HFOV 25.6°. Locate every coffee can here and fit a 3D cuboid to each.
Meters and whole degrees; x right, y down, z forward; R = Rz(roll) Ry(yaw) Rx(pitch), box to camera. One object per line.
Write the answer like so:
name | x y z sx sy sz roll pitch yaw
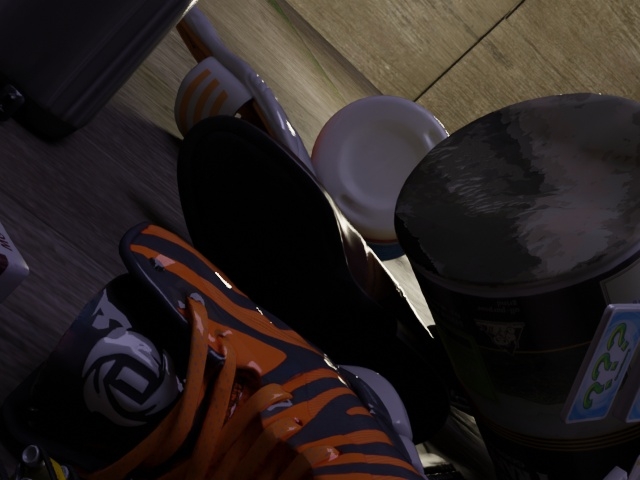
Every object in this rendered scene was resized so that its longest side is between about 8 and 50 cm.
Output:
coffee can | 0.190 0.061 1.022 0.275 0.201 0.201 66 -3 -35

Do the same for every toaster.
toaster | -0.153 -0.164 0.896 0.129 0.146 0.227 43 11 -15

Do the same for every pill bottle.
pill bottle | 0.051 -0.046 1.269 0.124 0.124 0.221 48 -7 7

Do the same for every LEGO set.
LEGO set | 0.192 0.159 0.884 0.060 0.244 0.182 32 17 37

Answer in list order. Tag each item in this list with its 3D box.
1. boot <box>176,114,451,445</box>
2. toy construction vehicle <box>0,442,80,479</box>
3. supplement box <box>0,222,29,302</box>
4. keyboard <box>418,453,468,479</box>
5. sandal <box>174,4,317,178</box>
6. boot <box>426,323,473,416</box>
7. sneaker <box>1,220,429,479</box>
boot | 0.000 0.000 1.036 0.264 0.096 0.280 44 10 -10
toy construction vehicle | -0.096 0.102 0.442 0.098 0.035 0.086 57 4 36
supplement box | -0.208 -0.042 0.412 0.130 0.073 0.239 53 13 31
keyboard | 0.088 0.168 0.908 0.100 0.038 0.192 50 11 18
sandal | -0.086 -0.110 1.180 0.265 0.076 0.102 50 -7 48
boot | 0.191 0.162 1.245 0.189 0.076 0.208 36 -5 37
sneaker | -0.027 0.103 0.523 0.180 0.125 0.321 37 3 -27
